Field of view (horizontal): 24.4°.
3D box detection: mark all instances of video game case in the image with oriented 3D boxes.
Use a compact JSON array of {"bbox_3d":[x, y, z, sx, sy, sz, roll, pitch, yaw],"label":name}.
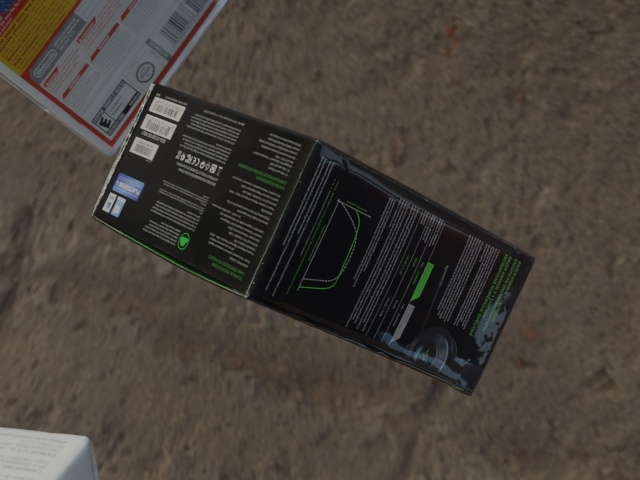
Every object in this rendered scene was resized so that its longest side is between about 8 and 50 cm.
[{"bbox_3d":[-0.255,-0.244,1.421,0.285,0.025,0.204,39,75,-17],"label":"video game case"}]

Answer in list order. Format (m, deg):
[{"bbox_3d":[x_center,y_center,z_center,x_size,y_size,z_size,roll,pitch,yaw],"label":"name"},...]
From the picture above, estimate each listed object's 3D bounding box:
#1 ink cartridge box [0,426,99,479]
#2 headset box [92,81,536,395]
[{"bbox_3d":[-0.361,0.239,0.956,0.308,0.385,0.091,4,115,18],"label":"ink cartridge box"},{"bbox_3d":[0.000,0.000,1.233,0.283,0.246,0.131,25,89,-40],"label":"headset box"}]
